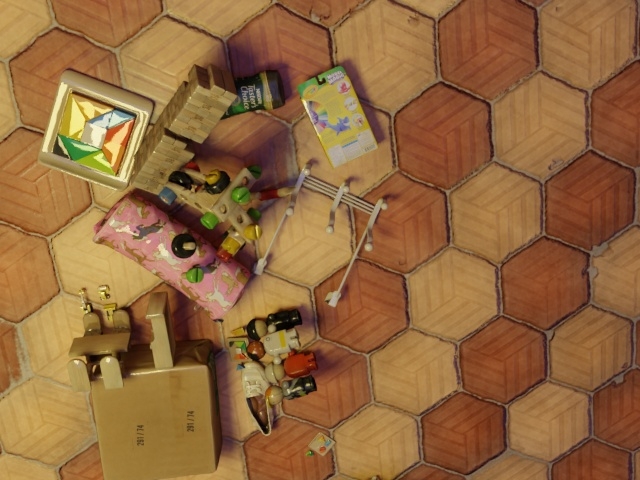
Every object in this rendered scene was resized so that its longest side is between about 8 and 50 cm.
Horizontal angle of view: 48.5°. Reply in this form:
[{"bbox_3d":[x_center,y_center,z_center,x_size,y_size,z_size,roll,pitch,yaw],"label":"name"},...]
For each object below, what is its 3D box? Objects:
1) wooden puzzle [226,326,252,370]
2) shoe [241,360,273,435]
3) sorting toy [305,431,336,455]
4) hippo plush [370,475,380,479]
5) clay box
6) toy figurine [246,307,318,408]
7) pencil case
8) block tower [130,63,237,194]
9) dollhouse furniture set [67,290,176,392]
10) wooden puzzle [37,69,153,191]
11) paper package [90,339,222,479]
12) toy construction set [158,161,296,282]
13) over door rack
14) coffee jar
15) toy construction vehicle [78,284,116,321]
[{"bbox_3d":[-0.217,0.290,1.885,0.079,0.014,0.116,-12,99,30],"label":"wooden puzzle"},{"bbox_3d":[-0.166,0.430,1.929,0.077,0.058,0.218,-12,107,-2],"label":"shoe"},{"bbox_3d":[-0.004,0.590,2.018,0.062,0.012,0.083,36,100,-15],"label":"sorting toy"},{"bbox_3d":[0.177,0.798,2.030,0.294,0.234,0.236,-4,90,38],"label":"hippo plush"},{"bbox_3d":[0.040,-0.302,1.734,0.128,0.053,0.222,-24,106,2],"label":"clay box"},{"bbox_3d":[-0.104,0.299,1.820,0.148,0.209,0.213,-17,107,5],"label":"toy figurine"},{"bbox_3d":[-0.362,0.038,1.741,0.386,0.160,0.167,37,93,-15],"label":"pencil case"},{"bbox_3d":[-0.321,-0.252,1.629,0.091,0.097,0.335,21,126,-33],"label":"block tower"},{"bbox_3d":[-0.486,0.230,1.726,0.242,0.212,0.160,-5,116,-5],"label":"dollhouse furniture set"},{"bbox_3d":[-0.539,-0.257,1.694,0.221,0.044,0.238,20,103,-11],"label":"wooden puzzle"},{"bbox_3d":[-0.421,0.445,1.853,0.310,0.168,0.324,-5,106,-6],"label":"paper package"},{"bbox_3d":[-0.180,-0.080,1.613,0.309,0.237,0.257,-29,106,-39],"label":"toy construction set"},{"bbox_3d":[0.000,0.000,1.793,0.240,0.108,0.324,24,103,-11],"label":"over door rack"},{"bbox_3d":[-0.178,-0.346,1.686,0.185,0.079,0.096,-12,107,-3],"label":"coffee jar"},{"bbox_3d":[-0.572,0.168,1.822,0.086,0.035,0.098,-7,107,-4],"label":"toy construction vehicle"}]
